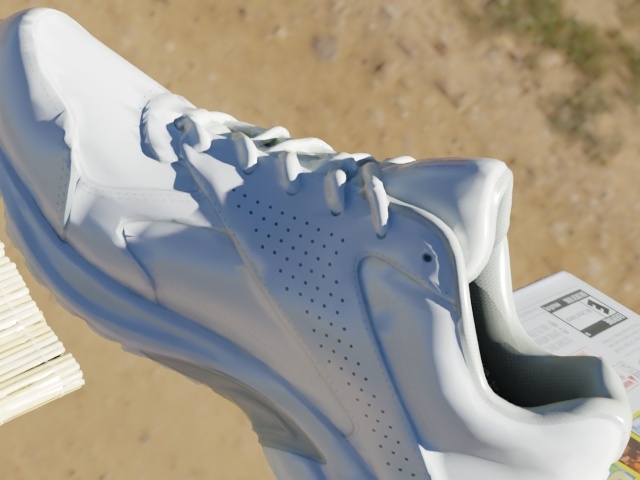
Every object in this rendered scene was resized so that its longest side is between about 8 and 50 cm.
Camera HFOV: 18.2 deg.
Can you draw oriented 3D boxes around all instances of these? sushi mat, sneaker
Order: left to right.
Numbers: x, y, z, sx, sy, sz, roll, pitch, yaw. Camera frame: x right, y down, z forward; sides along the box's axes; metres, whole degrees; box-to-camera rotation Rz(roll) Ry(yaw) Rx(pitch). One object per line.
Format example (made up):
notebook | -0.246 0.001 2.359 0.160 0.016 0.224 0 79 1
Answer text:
sushi mat | -0.321 0.095 1.497 0.316 0.019 0.151 -25 76 -48
sneaker | 0.000 0.000 0.593 0.232 0.115 0.090 42 24 -3

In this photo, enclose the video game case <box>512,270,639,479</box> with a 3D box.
video game case | 0.142 0.087 0.787 0.206 0.026 0.227 32 18 18
